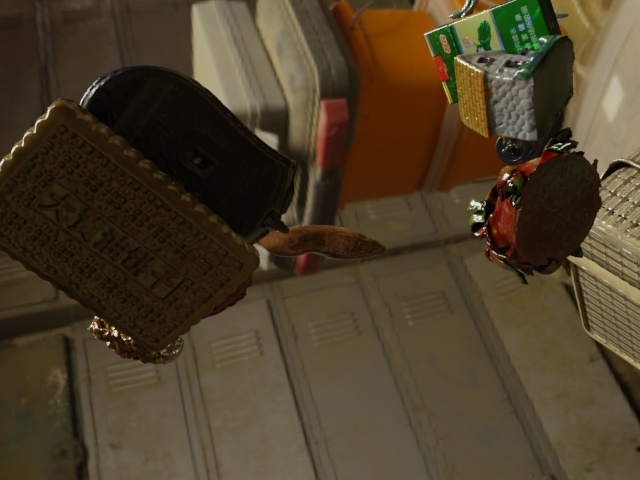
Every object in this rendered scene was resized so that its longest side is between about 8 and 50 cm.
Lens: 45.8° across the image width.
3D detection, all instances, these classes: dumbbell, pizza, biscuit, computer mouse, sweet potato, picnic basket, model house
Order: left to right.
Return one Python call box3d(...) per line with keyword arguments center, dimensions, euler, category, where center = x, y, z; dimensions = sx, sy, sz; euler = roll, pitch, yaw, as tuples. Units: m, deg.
box3d(center=(-0.198, 0.001, 0.734), dimensions=(0.254, 0.172, 0.029), euler=(40, -159, -25), category="biscuit")
box3d(center=(-0.350, 0.187, 1.409), dimensions=(0.246, 0.058, 0.127), euler=(15, 139, 26), category="pizza")
box3d(center=(-0.140, -0.089, 0.845), dimensions=(0.264, 0.147, 0.088), euler=(40, -175, -17), category="computer mouse")
box3d(center=(0.000, 0.002, 1.160), dimensions=(0.058, 0.202, 0.055), euler=(113, 160, -78), category="sweet potato")
box3d(center=(0.198, -0.167, 0.786), dimensions=(0.100, 0.101, 0.088), euler=(17, 140, 36), category="model house")
box3d(center=(0.392, -0.189, 1.507), dimensions=(0.069, 0.147, 0.069), euler=(12, 111, 32), category="dumbbell")
box3d(center=(0.476, 0.055, 1.051), dimensions=(0.228, 0.175, 0.313), euler=(41, 166, 44), category="picnic basket")

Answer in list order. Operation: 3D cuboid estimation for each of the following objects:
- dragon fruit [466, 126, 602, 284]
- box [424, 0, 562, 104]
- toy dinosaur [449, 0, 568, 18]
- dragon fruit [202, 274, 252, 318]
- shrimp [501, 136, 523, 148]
box3d(center=(0.218, -0.026, 0.805), dimensions=(0.175, 0.138, 0.142), euler=(-19, 49, 59), category="dragon fruit")
box3d(center=(0.277, -0.303, 1.206), dimensions=(0.235, 0.034, 0.132), euler=(-3, 115, 54), category="box")
box3d(center=(0.350, -0.556, 1.618), dimensions=(0.393, 0.092, 0.206), euler=(40, 121, 37), category="toy dinosaur")
box3d(center=(-0.156, 0.036, 1.138), dimensions=(0.083, 0.106, 0.162), euler=(-130, 45, -63), category="dragon fruit")
box3d(center=(0.343, -0.257, 1.340), dimensions=(0.132, 0.051, 0.188), euler=(-34, -53, -71), category="shrimp")
